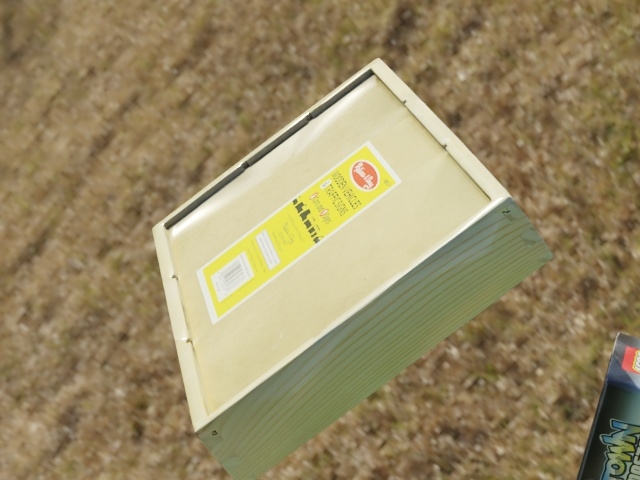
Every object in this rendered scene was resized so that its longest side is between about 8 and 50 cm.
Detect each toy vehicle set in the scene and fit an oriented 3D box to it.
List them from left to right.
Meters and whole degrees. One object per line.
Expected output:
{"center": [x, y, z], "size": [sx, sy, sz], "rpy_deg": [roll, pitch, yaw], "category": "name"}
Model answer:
{"center": [0.000, 0.000, 0.739], "size": [0.166, 0.035, 0.267], "rpy_deg": [-37, 22, 4], "category": "toy vehicle set"}

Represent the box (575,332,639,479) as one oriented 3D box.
{"center": [0.162, 0.144, 0.663], "size": [0.114, 0.207, 0.036], "rpy_deg": [16, 37, 11], "category": "box"}
